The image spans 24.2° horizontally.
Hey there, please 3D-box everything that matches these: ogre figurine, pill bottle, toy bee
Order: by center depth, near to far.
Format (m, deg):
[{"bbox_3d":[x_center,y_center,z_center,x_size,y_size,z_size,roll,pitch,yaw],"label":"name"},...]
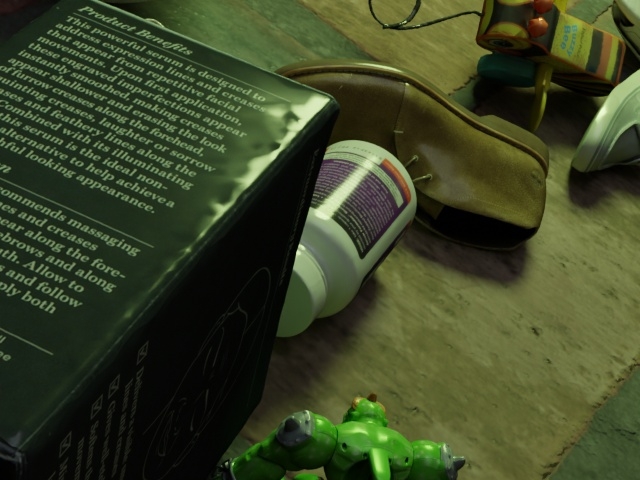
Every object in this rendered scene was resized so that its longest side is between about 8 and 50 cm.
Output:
[{"bbox_3d":[0.024,0.180,1.100,0.197,0.118,0.097,27,39,-2],"label":"ogre figurine"},{"bbox_3d":[0.000,0.000,1.289,0.108,0.108,0.193,33,39,7],"label":"pill bottle"},{"bbox_3d":[0.225,-0.212,1.607,0.298,0.162,0.195,-8,95,-25],"label":"toy bee"}]

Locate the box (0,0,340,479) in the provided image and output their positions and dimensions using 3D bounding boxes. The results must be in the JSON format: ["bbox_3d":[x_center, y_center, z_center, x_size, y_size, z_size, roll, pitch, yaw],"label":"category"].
[{"bbox_3d":[-0.181,0.073,0.938,0.212,0.293,0.395,24,38,12],"label":"box"}]

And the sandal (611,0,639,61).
[{"bbox_3d":[0.425,-0.241,1.831,0.265,0.076,0.102,37,50,-22],"label":"sandal"}]

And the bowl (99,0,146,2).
[{"bbox_3d":[-0.189,-0.394,1.473,0.298,0.134,0.298,-3,64,7],"label":"bowl"}]

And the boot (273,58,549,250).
[{"bbox_3d":[0.084,-0.082,1.438,0.305,0.112,0.115,19,51,-14],"label":"boot"}]

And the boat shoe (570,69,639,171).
[{"bbox_3d":[0.348,-0.124,1.644,0.081,0.079,0.227,33,36,13],"label":"boat shoe"}]

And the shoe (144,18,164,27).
[{"bbox_3d":[-0.112,-0.123,1.397,0.076,0.058,0.219,-22,60,-43],"label":"shoe"}]
